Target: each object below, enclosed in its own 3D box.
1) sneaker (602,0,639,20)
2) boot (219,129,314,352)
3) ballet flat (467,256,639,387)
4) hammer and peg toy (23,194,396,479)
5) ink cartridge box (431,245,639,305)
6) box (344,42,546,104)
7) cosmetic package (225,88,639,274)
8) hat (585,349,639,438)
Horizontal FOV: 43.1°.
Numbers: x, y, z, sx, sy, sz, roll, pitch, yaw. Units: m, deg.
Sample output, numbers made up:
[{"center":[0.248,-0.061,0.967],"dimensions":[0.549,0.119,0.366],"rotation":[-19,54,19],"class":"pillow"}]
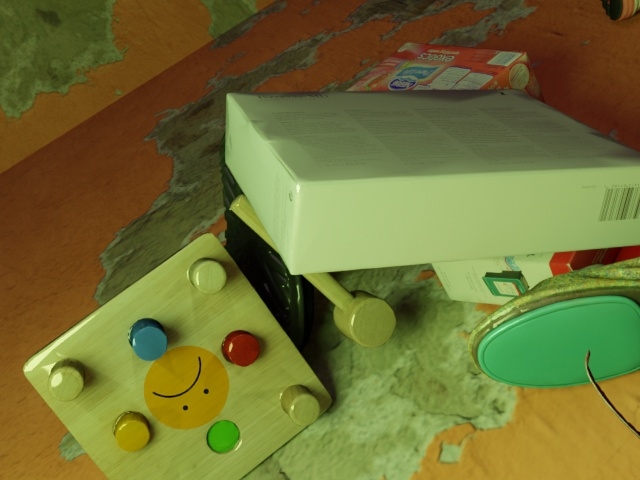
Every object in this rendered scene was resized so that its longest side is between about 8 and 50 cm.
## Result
[{"center":[0.550,-0.489,1.439],"dimensions":[0.136,0.116,0.314],"rotation":[-13,39,11],"class":"sneaker"},{"center":[0.003,-0.001,1.120],"dimensions":[0.260,0.348,0.131],"rotation":[1,-4,-44],"class":"boot"},{"center":[0.315,0.058,0.781],"dimensions":[0.348,0.123,0.123],"rotation":[-16,32,16],"class":"ballet flat"},{"center":[-0.114,0.124,0.921],"dimensions":[0.361,0.266,0.127],"rotation":[-38,11,-10],"class":"hammer and peg toy"},{"center":[0.260,0.008,0.939],"dimensions":[0.231,0.078,0.134],"rotation":[2,43,43],"class":"ink cartridge box"},{"center":[0.192,-0.202,1.260],"dimensions":[0.154,0.142,0.300],"rotation":[-39,30,-15],"class":"box"},{"center":[0.111,-0.080,0.857],"dimensions":[0.377,0.098,0.284],"rotation":[-4,28,-17],"class":"cosmetic package"},{"center":[0.265,0.206,0.518],"dimensions":[0.208,0.184,0.173],"rotation":[1,42,43],"class":"hat"}]
